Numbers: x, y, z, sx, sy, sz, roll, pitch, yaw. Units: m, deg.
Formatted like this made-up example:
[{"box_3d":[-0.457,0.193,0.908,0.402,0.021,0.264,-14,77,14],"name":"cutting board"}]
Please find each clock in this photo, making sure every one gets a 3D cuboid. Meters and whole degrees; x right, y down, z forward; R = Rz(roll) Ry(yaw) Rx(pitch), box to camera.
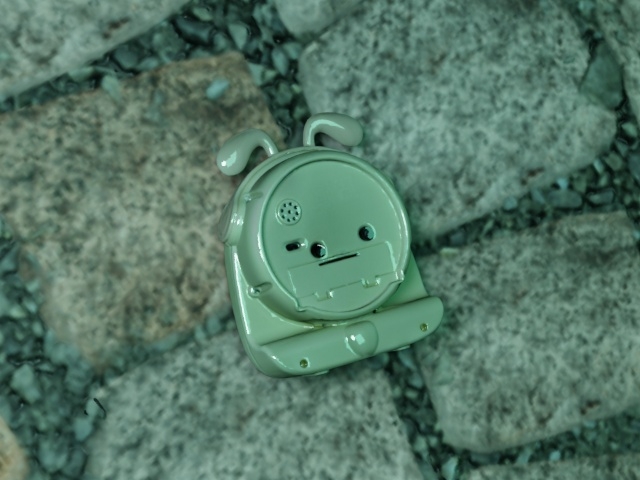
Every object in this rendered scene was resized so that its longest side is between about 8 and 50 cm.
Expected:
[{"box_3d":[0.000,0.000,1.008,0.151,0.062,0.191,-15,88,-23],"name":"clock"}]
